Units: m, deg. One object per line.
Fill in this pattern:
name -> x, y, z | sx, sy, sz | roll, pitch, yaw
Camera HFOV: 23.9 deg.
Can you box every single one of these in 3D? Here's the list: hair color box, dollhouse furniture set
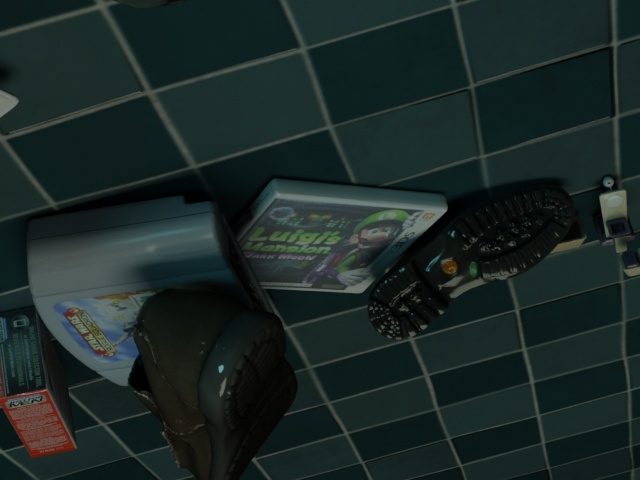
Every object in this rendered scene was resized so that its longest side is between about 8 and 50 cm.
hair color box -> -0.289, 0.145, 1.524 | 0.053, 0.093, 0.167 | -11, 152, -5
dollhouse furniture set -> 0.256, -0.011, 1.503 | 0.114, 0.091, 0.081 | -13, 138, 5

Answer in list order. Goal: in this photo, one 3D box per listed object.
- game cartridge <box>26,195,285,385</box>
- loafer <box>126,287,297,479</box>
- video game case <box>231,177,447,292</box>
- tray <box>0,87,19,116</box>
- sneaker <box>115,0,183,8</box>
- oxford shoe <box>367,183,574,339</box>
game cartridge -> -0.159, 0.058, 1.433 | 0.198, 0.062, 0.297 | -12, 151, 6
loafer -> -0.105, 0.130, 1.424 | 0.130, 0.134, 0.366 | 31, 155, 12
video game case -> 0.000, 0.000, 1.457 | 0.190, 0.022, 0.173 | 4, 148, -30
tray -> -0.359, -0.118, 1.063 | 0.145, 0.030, 0.270 | -28, 149, 28
sneaker -> -0.118, -0.154, 0.649 | 0.293, 0.146, 0.102 | -28, 164, 5
oxford shoe -> 0.144, 0.009, 1.496 | 0.227, 0.082, 0.096 | -29, -172, 6
